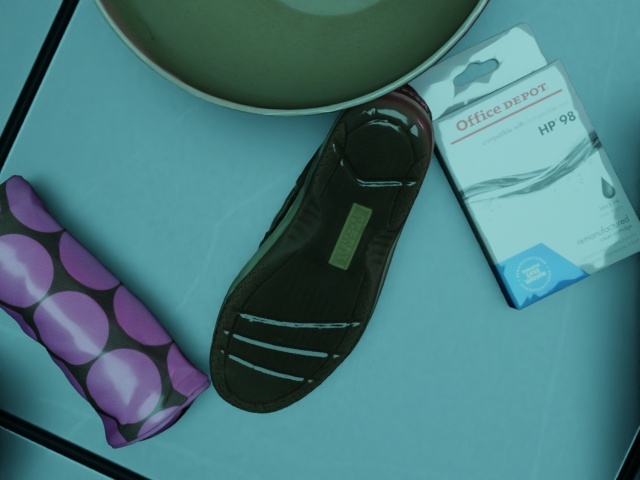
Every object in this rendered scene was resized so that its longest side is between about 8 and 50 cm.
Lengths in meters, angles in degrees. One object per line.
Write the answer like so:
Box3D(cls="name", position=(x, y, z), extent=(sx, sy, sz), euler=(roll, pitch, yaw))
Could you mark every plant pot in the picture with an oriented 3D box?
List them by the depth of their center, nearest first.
Box3D(cls="plant pot", position=(-0.005, -0.220, 1.201), extent=(0.284, 0.191, 0.284), euler=(0, 92, 9))

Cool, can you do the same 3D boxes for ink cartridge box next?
Box3D(cls="ink cartridge box", position=(0.140, -0.054, 1.269), extent=(0.104, 0.060, 0.180), euler=(-26, 90, 2))

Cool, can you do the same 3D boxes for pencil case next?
Box3D(cls="pencil case", position=(-0.175, 0.052, 1.267), extent=(0.209, 0.098, 0.095), euler=(48, 47, 1))

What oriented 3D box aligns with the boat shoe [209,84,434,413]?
Box3D(cls="boat shoe", position=(0.007, 0.004, 1.260), extent=(0.095, 0.095, 0.257), euler=(29, 114, -7))
